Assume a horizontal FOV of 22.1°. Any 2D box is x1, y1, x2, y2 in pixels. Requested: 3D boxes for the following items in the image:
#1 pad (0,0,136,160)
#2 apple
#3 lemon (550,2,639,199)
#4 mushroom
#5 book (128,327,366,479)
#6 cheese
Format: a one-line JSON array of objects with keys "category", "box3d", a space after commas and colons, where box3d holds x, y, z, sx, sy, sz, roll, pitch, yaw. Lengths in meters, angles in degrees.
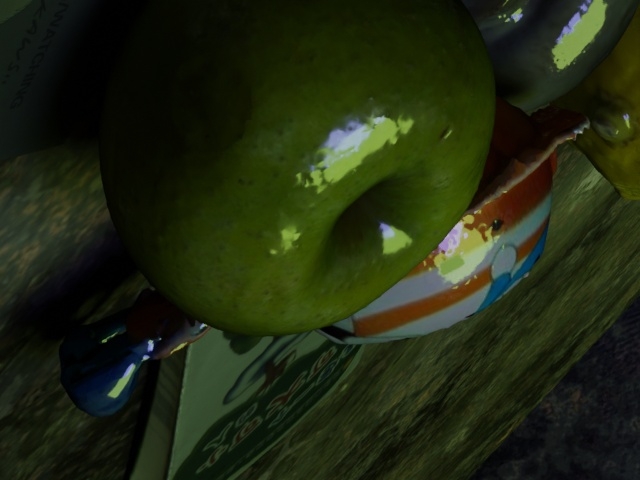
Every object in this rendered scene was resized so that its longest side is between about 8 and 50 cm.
[{"category": "pad", "box3d": [-0.116, -0.100, 0.694, 0.127, 0.004, 0.190, -22, 151, -53]}, {"category": "apple", "box3d": [-0.014, -0.055, 0.768, 0.196, 0.157, 0.196, -34, 156, -18]}, {"category": "lemon", "box3d": [0.275, -0.146, 1.140, 0.288, 0.233, 0.233, -44, 165, -38]}, {"category": "mushroom", "box3d": [0.132, -0.152, 1.005, 0.188, 0.117, 0.141, -56, 172, 17]}, {"category": "book", "box3d": [-0.027, 0.064, 1.212, 0.260, 0.043, 0.371, -37, 161, -29]}, {"category": "cheese", "box3d": [0.000, 0.000, 0.935, 0.329, 0.129, 0.217, -28, -168, -5]}]
